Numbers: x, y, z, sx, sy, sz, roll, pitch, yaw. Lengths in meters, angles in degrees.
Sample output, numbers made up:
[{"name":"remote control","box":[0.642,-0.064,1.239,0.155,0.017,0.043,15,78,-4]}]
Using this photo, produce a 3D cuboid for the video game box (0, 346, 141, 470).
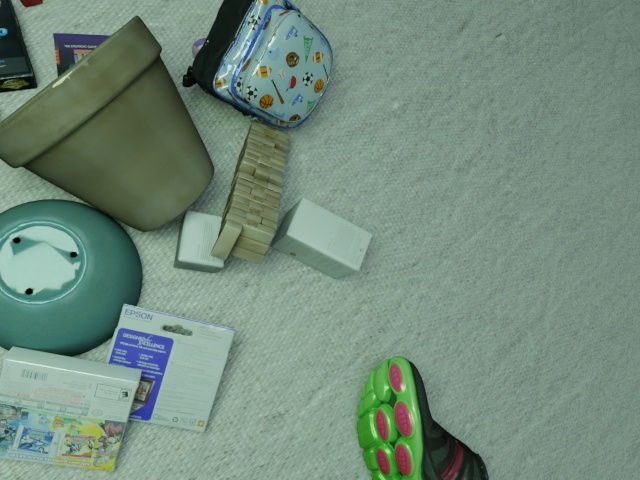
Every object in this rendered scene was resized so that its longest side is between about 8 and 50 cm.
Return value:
[{"name":"video game box","box":[-0.425,0.285,0.787,0.205,0.048,0.187,17,102,-17]}]

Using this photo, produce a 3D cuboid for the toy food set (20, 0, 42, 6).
[{"name":"toy food set","box":[-0.611,-0.536,0.924,0.232,0.104,0.111,-28,88,-24]}]

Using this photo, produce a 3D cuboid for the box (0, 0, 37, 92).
[{"name":"box","box":[-0.677,-0.360,0.887,0.220,0.051,0.175,-16,84,-23]}]

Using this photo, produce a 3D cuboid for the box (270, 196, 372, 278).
[{"name":"box","box":[0.000,0.000,1.016,0.171,0.130,0.091,28,70,-13]}]

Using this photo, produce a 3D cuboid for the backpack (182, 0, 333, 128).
[{"name":"backpack","box":[-0.095,-0.365,0.983,0.213,0.263,0.276,43,106,30]}]

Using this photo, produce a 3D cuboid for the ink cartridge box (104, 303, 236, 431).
[{"name":"ink cartridge box","box":[-0.282,0.231,0.867,0.206,0.045,0.208,17,94,-16]}]

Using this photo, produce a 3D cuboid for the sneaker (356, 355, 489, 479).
[{"name":"sneaker","box":[0.226,0.470,0.992,0.202,0.185,0.482,-16,87,-41]}]

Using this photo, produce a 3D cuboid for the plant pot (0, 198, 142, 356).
[{"name":"plant pot","box":[-0.454,0.052,0.796,0.290,0.195,0.290,5,76,-19]}]

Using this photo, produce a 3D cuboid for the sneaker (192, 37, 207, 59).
[{"name":"sneaker","box":[-0.185,-0.452,1.080,0.237,0.095,0.104,-19,78,-29]}]

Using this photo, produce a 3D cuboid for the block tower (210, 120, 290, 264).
[{"name":"block tower","box":[-0.129,-0.101,0.941,0.097,0.091,0.335,20,43,-15]}]

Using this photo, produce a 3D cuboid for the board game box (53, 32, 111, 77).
[{"name":"board game box","box":[-0.446,-0.349,0.974,0.170,0.048,0.141,-8,82,-22]}]

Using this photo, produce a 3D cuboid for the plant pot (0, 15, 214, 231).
[{"name":"plant pot","box":[-0.352,-0.174,0.839,0.323,0.323,0.280,-52,125,-23]}]

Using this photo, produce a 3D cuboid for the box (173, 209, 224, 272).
[{"name":"box","box":[-0.237,0.006,0.940,0.087,0.102,0.101,11,74,-21]}]
